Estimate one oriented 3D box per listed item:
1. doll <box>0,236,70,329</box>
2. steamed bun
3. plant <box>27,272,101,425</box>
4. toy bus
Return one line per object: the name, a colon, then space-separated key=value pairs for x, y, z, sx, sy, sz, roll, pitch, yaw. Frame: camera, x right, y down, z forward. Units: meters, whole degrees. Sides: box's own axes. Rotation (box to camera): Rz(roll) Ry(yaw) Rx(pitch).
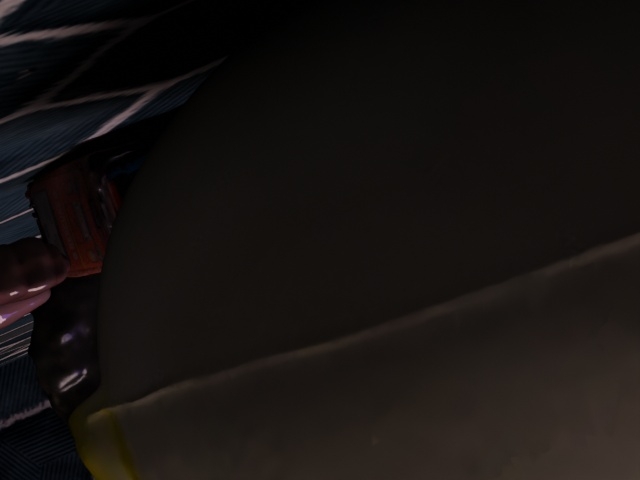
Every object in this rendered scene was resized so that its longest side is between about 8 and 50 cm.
doll: x=-0.230 y=0.056 z=0.893 sx=0.262 sy=0.093 sz=0.211 roll=-24 pitch=175 yaw=32
steamed bun: x=0.092 y=0.026 z=0.744 sx=0.334 sy=0.334 sz=0.374 roll=-25 pitch=172 yaw=36
plant: x=-0.107 y=0.061 z=1.361 sx=0.204 sy=0.178 sz=0.234 roll=-35 pitch=-173 yaw=10
toy bus: x=-0.033 y=-0.043 z=0.981 sx=0.235 sy=0.073 sz=0.096 roll=-22 pitch=-174 yaw=-39
